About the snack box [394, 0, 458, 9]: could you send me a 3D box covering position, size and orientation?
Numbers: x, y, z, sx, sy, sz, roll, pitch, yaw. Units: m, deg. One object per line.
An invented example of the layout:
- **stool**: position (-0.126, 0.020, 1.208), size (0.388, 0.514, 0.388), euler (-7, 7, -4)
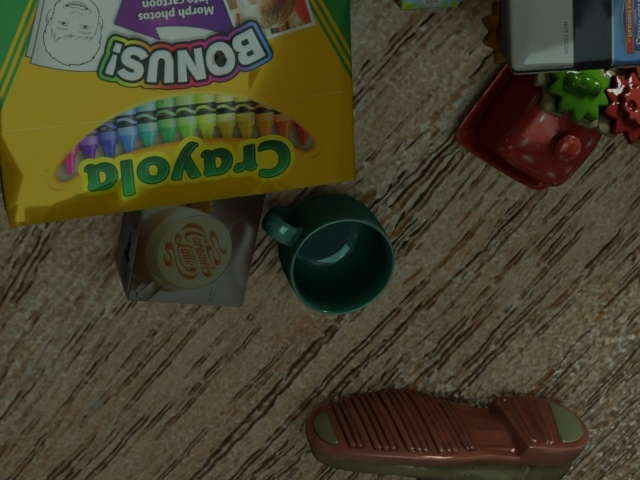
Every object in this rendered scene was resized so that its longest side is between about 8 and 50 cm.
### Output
- **snack box**: position (0.095, -0.364, 1.458), size (0.070, 0.174, 0.207), euler (-6, 119, -13)

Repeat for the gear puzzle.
- **gear puzzle**: position (0.334, -0.211, 1.638), size (0.339, 0.044, 0.175), euler (17, 73, -24)

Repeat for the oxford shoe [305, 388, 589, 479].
- **oxford shoe**: position (0.162, 0.294, 1.871), size (0.397, 0.140, 0.146), euler (6, 123, -18)

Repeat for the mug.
- **mug**: position (0.009, -0.001, 1.680), size (0.129, 0.097, 0.158), euler (-25, 122, -2)

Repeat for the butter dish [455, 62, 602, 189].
- **butter dish**: position (0.273, -0.130, 1.677), size (0.160, 0.118, 0.160), euler (28, 108, -29)

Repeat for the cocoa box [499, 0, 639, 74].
- **cocoa box**: position (0.293, -0.353, 1.413), size (0.228, 0.231, 0.347), euler (-2, 102, 5)

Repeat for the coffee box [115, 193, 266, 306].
- **coffee box**: position (-0.141, -0.056, 1.601), size (0.141, 0.098, 0.247), euler (5, 116, -19)

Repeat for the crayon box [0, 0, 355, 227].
- **crayon box**: position (-0.153, -0.197, 1.413), size (0.363, 0.106, 0.313), euler (-8, 112, -13)
